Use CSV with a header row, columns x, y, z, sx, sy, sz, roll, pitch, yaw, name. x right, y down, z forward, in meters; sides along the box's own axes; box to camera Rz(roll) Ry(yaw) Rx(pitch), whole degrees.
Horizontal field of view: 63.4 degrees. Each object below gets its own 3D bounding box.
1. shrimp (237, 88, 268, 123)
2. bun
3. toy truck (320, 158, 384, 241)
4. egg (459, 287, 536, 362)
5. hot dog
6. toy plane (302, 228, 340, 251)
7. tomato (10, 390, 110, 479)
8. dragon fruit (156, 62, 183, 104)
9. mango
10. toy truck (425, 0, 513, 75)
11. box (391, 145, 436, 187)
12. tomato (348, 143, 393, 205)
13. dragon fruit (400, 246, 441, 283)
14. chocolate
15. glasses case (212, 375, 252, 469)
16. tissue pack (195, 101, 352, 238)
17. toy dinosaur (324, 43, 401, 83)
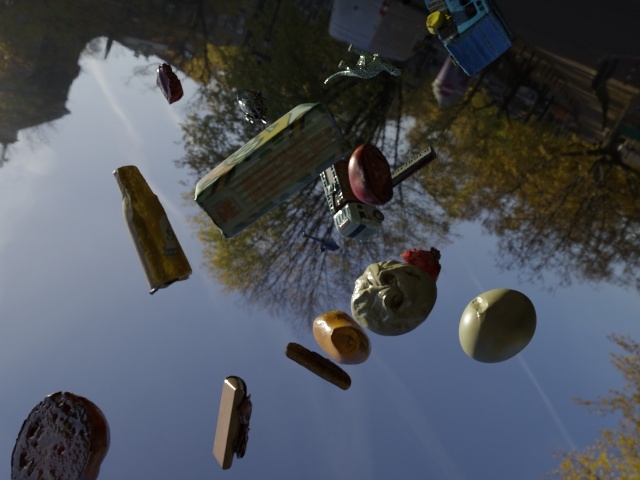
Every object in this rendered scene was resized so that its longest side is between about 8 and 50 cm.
x,y,z,sx,sy,sz,roll,pitch,yaw,name
-0.181,-0.365,1.437,0.079,0.090,0.233,14,-153,-31,shrimp
0.183,0.134,1.336,0.231,0.231,0.133,48,167,45,bun
0.108,-0.152,1.911,0.162,0.136,0.305,5,-123,-34,toy truck
0.575,0.276,1.691,0.219,0.269,0.219,51,176,5,egg
-0.002,0.336,1.414,0.216,0.047,0.066,34,-166,-12,hot dog
0.000,0.000,1.964,0.167,0.054,0.062,20,-132,18,toy plane
-0.496,0.411,1.007,0.225,0.225,0.085,40,180,32,tomato
-0.491,-0.504,1.672,0.097,0.131,0.063,21,-118,-11,dragon fruit
0.072,0.318,1.673,0.187,0.144,0.359,43,174,-14,mango
0.364,-0.612,1.361,0.161,0.162,0.384,32,-141,-40,toy truck
0.296,-0.240,1.698,0.036,0.178,0.115,52,-160,-8,box
0.127,-0.159,1.349,0.174,0.082,0.166,1,-108,-61,tomato
0.329,0.071,1.594,0.153,0.111,0.153,48,-176,-5,dragon fruit
-0.593,-0.046,1.774,0.162,0.162,0.445,-24,-89,-64,chocolate
-0.185,0.418,1.179,0.070,0.193,0.102,8,-179,-29,glasses case
-0.109,-0.154,1.084,0.128,0.311,0.228,54,177,-18,tissue pack
0.097,-0.551,1.614,0.129,0.076,0.383,36,175,-37,toy dinosaur
